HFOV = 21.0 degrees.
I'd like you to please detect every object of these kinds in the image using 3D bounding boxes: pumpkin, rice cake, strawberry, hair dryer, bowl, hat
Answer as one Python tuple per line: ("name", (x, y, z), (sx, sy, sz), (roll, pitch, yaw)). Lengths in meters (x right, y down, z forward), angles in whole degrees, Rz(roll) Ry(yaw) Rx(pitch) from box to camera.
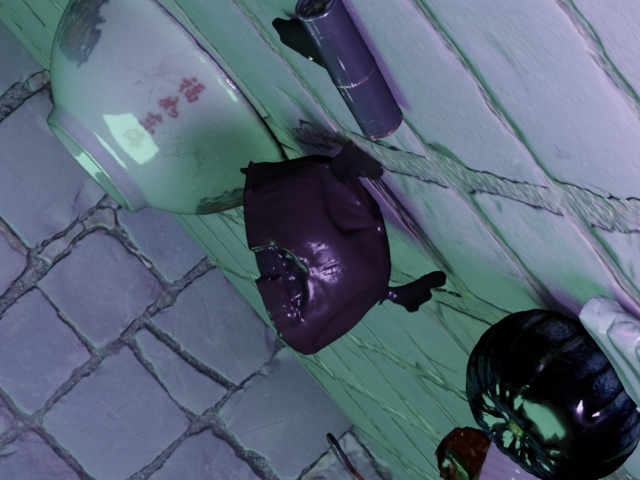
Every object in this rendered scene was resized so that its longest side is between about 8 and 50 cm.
("pumpkin", (0.244, 0.160, 1.783), (0.202, 0.140, 0.202), (41, 154, 26))
("rice cake", (0.328, 0.147, 1.635), (0.127, 0.043, 0.237), (35, 165, 47))
("strawberry", (0.287, 0.372, 2.584), (0.233, 0.138, 0.306), (64, -161, 10))
("hair dryer", (-0.011, -0.203, 1.690), (0.195, 0.050, 0.173), (42, 167, 44))
("bowl", (-0.252, -0.166, 2.414), (0.435, 0.196, 0.435), (44, 170, 10))
("hat", (0.022, -0.014, 2.077), (0.336, 0.209, 0.238), (-101, -8, -75))

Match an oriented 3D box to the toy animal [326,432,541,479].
("toy animal", (0.183, 0.345, 2.188), (0.225, 0.284, 0.302), (77, 176, -67))
